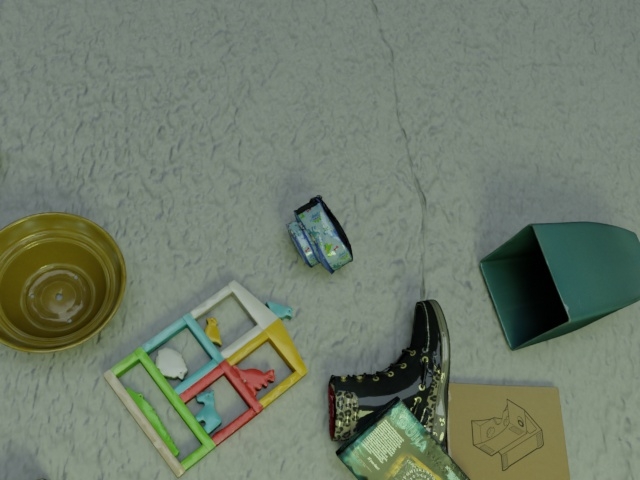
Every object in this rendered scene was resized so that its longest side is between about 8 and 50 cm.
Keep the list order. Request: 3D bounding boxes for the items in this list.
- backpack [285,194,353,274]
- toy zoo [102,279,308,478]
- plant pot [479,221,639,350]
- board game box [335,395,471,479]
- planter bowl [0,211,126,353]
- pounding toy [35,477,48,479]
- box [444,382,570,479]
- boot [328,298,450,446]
[{"bbox_3d":[0.000,0.000,1.154,0.084,0.105,0.114,-33,76,2],"label":"backpack"},{"bbox_3d":[-0.156,0.193,1.080,0.293,0.030,0.192,-35,78,-21],"label":"toy zoo"},{"bbox_3d":[0.431,0.067,1.177,0.234,0.165,0.166,-7,69,-22],"label":"plant pot"},{"bbox_3d":[0.129,0.340,1.031,0.126,0.026,0.186,-41,95,-5],"label":"board game box"},{"bbox_3d":[-0.400,0.073,1.052,0.217,0.090,0.217,4,68,-9],"label":"planter bowl"},{"bbox_3d":[-0.390,0.396,0.912,0.130,0.100,0.141,-15,71,-16],"label":"pounding toy"},{"bbox_3d":[0.294,0.313,1.120,0.201,0.021,0.165,5,67,-8],"label":"box"},{"bbox_3d":[0.106,0.204,1.087,0.178,0.085,0.237,4,77,-8],"label":"boot"}]
